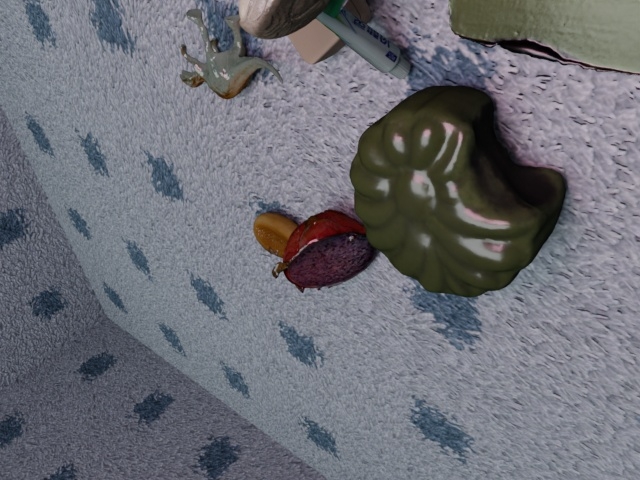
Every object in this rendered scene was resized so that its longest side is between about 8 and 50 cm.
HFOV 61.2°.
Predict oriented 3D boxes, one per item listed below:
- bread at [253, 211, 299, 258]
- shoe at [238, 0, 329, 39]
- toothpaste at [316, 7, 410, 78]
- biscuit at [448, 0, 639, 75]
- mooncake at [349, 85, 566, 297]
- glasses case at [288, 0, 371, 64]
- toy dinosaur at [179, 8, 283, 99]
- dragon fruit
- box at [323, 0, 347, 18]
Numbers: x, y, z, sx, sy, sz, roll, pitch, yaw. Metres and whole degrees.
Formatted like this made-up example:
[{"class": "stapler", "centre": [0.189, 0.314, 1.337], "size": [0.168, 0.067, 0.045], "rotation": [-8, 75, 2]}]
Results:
[{"class": "bread", "centre": [-0.100, -0.012, 1.418], "size": [0.189, 0.077, 0.114], "rotation": [25, 117, 35]}, {"class": "shoe", "centre": [-0.047, -0.436, 0.676], "size": [0.211, 0.132, 0.342], "rotation": [32, 106, 16]}, {"class": "toothpaste", "centre": [0.031, -0.340, 0.847], "size": [0.297, 0.074, 0.048], "rotation": [24, 131, -33]}, {"class": "biscuit", "centre": [0.317, -0.290, 0.719], "size": [0.322, 0.038, 0.099], "rotation": [27, 135, 33]}, {"class": "mooncake", "centre": [0.208, -0.074, 0.916], "size": [0.351, 0.187, 0.351], "rotation": [29, 142, 26]}, {"class": "glasses case", "centre": [-0.055, -0.484, 0.934], "size": [0.336, 0.076, 0.144], "rotation": [57, 146, -8]}, {"class": "toy dinosaur", "centre": [-0.195, -0.390, 1.168], "size": [0.393, 0.092, 0.205], "rotation": [24, 137, 32]}, {"class": "dragon fruit", "centre": [0.004, -0.001, 1.238], "size": [0.224, 0.218, 0.148], "rotation": [-33, 56, 18]}, {"class": "box", "centre": [-0.004, -0.523, 0.763], "size": [0.336, 0.106, 0.264], "rotation": [47, 113, 8]}]
